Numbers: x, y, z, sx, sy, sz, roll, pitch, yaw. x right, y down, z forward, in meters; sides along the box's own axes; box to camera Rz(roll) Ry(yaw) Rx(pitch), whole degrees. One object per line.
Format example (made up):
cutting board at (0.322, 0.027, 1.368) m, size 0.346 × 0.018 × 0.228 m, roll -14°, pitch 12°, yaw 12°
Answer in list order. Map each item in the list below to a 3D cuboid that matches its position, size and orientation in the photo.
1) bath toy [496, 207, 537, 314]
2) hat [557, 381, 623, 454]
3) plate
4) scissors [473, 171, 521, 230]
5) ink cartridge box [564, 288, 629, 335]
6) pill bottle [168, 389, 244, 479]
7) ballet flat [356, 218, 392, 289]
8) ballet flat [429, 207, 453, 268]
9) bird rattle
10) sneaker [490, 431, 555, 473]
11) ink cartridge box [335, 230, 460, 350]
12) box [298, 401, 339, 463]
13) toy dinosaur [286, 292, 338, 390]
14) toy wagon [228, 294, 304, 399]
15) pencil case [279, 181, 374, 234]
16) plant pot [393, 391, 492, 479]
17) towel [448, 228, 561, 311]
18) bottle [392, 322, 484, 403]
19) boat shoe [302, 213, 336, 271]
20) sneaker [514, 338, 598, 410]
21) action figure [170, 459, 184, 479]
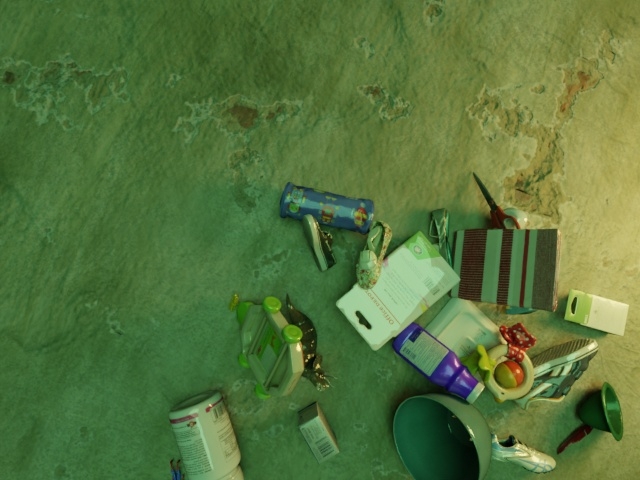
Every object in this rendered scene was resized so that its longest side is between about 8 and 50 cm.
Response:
bath toy at (0.639, 0.067, 1.360) m, size 0.129 × 0.152 × 0.347 m, roll 9°, pitch 77°, yaw -39°
hat at (0.877, 0.577, 1.383) m, size 0.209 × 0.184 × 0.172 m, roll -29°, pitch 96°, yaw -47°
plate at (0.475, 0.359, 1.365) m, size 0.277 × 0.045 × 0.278 m, roll 43°, pitch 84°, yaw 1°
scissors at (0.579, -0.112, 1.357) m, size 0.021 × 0.109 × 0.296 m, roll 10°, pitch 65°, yaw -37°
ink cartridge box at (0.911, 0.240, 1.393) m, size 0.210 × 0.062 × 0.108 m, roll 16°, pitch 84°, yaw -2°
pill bottle at (-0.333, 0.613, 1.232) m, size 0.161 × 0.160 × 0.282 m, roll -18°, pitch 86°, yaw -5°
ballet flat at (0.156, 0.034, 1.274) m, size 0.091 × 0.077 × 0.240 m, roll -2°, pitch 51°, yaw 31°
ballet flat at (0.403, -0.001, 1.387) m, size 0.068 × 0.072 × 0.213 m, roll -5°, pitch 84°, yaw 24°
bird rattle at (0.574, 0.383, 1.290) m, size 0.254 × 0.143 × 0.206 m, roll -20°, pitch 81°, yaw -17°
sneaker at (0.646, 0.681, 1.329) m, size 0.238 × 0.085 × 0.086 m, roll 15°, pitch 89°, yaw -4°
ink cartridge box at (0.237, 0.162, 1.326) m, size 0.354 × 0.119 × 0.207 m, roll -38°, pitch 85°, yaw -6°
box at (-0.009, 0.584, 1.267) m, size 0.072 × 0.137 × 0.126 m, roll -30°, pitch 88°, yaw -4°
toy dinosaur at (-0.068, 0.324, 1.311) m, size 0.161 × 0.121 × 0.313 m, roll -6°, pitch 76°, yaw -28°
toy wagon at (-0.172, 0.293, 1.247) m, size 0.344 × 0.068 × 0.267 m, roll 49°, pitch 126°, yaw 36°
pencil case at (0.023, -0.103, 1.336) m, size 0.307 × 0.133 × 0.119 m, roll 12°, pitch 109°, yaw -1°
plant pot at (0.394, 0.587, 1.249) m, size 0.196 × 0.290 × 0.289 m, roll -5°, pitch 85°, yaw -41°
towel at (0.562, 0.081, 1.284) m, size 0.037 × 0.329 × 0.236 m, roll 13°, pitch 83°, yaw -41°
bottle at (0.360, 0.376, 1.269) m, size 0.283 × 0.092 × 0.118 m, roll 36°, pitch 85°, yaw 27°
boat shoe at (0.000, 0.000, 1.312) m, size 0.070 × 0.078 × 0.219 m, roll -27°, pitch 129°, yaw -13°
sneaker at (0.756, 0.433, 1.338) m, size 0.321 × 0.126 × 0.127 m, roll -28°, pitch 82°, yaw 6°
action figure at (-0.444, 0.738, 1.281) m, size 0.038 × 0.030 × 0.115 m, roll -4°, pitch 90°, yaw 1°
